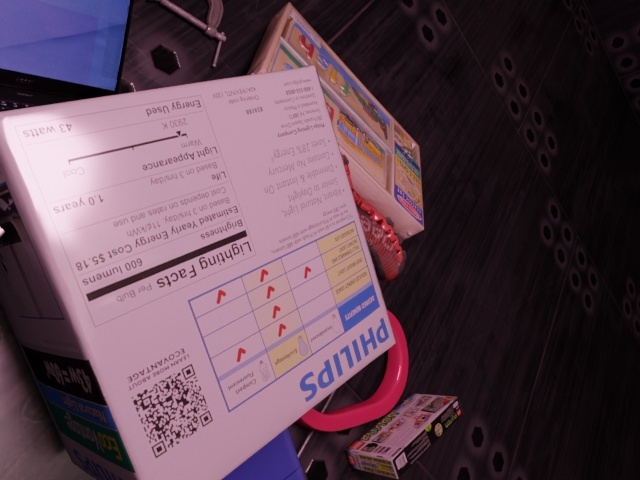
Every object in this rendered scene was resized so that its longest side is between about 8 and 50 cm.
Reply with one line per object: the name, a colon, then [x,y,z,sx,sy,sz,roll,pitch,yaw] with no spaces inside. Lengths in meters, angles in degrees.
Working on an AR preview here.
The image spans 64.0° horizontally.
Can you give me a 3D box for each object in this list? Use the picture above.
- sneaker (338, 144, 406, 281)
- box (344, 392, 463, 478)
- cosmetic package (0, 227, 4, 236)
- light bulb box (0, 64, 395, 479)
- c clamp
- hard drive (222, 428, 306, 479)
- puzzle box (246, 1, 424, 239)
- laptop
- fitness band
sneaker: [0.028,-0.025,0.800,0.276,0.098,0.135,53,56,-18]
box: [0.153,0.343,0.921,0.207,0.114,0.036,-23,96,-41]
cosmetic package: [-0.363,0.022,0.455,0.060,0.239,0.099,53,52,-18]
light bulb box: [-0.142,0.027,0.584,0.358,0.225,0.360,-26,103,-41]
c clamp: [-0.214,-0.378,0.821,0.161,0.022,0.137,29,62,-32]
hard drive: [-0.151,0.253,0.723,0.210,0.040,0.318,-21,94,-42]
puzzle box: [0.047,-0.215,0.937,0.409,0.052,0.272,39,38,-28]
laptop: [-0.329,-0.185,0.595,0.234,0.137,0.264,1,62,-41]
fitness band: [0.044,0.217,0.899,0.291,0.054,0.208,1,83,-40]
